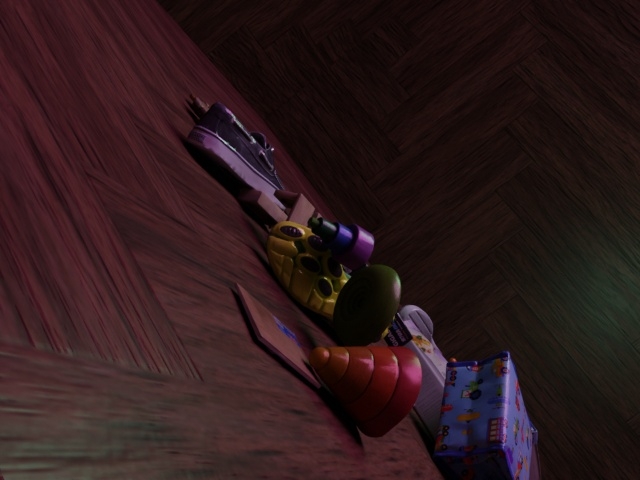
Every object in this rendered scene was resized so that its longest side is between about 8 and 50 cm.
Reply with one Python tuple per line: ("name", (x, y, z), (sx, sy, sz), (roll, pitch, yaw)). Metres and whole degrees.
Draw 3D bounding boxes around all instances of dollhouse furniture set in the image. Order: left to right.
("dollhouse furniture set", (-0.089, -0.012, 1.255), (0.151, 0.123, 0.144), (14, -18, 31))

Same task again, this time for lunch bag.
("lunch bag", (0.348, 0.397, 1.317), (0.293, 0.138, 0.221), (55, 34, -27))

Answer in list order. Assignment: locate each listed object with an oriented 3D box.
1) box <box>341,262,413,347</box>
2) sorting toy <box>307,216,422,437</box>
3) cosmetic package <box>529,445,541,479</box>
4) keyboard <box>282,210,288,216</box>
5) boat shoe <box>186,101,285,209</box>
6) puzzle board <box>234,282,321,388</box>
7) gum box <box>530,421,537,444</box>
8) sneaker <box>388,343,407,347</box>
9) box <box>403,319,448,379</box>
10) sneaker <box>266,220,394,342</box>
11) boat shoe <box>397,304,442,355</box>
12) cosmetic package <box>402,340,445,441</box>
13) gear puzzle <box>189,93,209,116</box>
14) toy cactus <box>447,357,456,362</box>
("box", (0.096, 0.103, 1.371), (0.175, 0.051, 0.220), (57, 0, -15))
("sorting toy", (0.028, 0.084, 0.935), (0.126, 0.127, 0.365), (30, 30, -27))
("cosmetic package", (0.467, 0.513, 1.813), (0.309, 0.113, 0.160), (-106, -175, -78))
("keyboard", (-0.039, 0.019, 1.479), (0.201, 0.033, 0.317), (46, 7, -49))
("boat shoe", (-0.132, -0.154, 1.297), (0.108, 0.102, 0.301), (24, -10, 35))
("puzzle board", (-0.051, 0.113, 0.805), (0.128, 0.011, 0.096), (49, 5, -41))
("gum box", (0.402, 0.442, 1.661), (0.157, 0.185, 0.041), (-112, -162, -71))
("sneaker", (0.212, 0.293, 1.645), (0.192, 0.064, 0.086), (56, 3, -17))
("box", (0.276, 0.320, 1.741), (0.324, 0.063, 0.067), (-129, -146, -50))
("sneaker", (0.001, 0.078, 1.157), (0.295, 0.109, 0.124), (44, -19, -33))
("boat shoe", (0.268, 0.281, 2.067), (0.119, 0.121, 0.335), (46, -11, 40))
("cosmetic package", (0.241, 0.337, 1.480), (0.117, 0.085, 0.231), (47, 5, -43))
("gear puzzle", (-0.225, -0.231, 1.536), (0.339, 0.044, 0.175), (52, 6, 37))
("toy cactus", (0.321, 0.393, 1.807), (0.218, 0.112, 0.180), (62, 17, 9))
